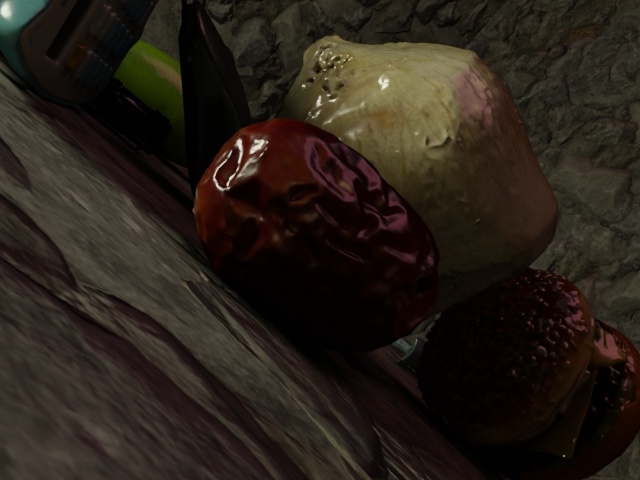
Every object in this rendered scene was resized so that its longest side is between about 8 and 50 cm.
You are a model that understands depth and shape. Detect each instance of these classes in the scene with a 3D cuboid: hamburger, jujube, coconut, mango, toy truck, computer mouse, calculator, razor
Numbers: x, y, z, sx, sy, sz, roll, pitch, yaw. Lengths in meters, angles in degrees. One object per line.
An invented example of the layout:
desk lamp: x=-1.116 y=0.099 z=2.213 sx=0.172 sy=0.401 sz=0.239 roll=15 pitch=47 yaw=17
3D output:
hamburger: x=0.276 y=0.183 z=1.013 sx=0.225 sy=0.291 sz=0.291 roll=41 pitch=1 yaw=-22
jujube: x=0.000 y=0.000 z=0.691 sx=0.250 sy=0.174 sz=0.174 roll=36 pitch=3 yaw=-27
coconut: x=0.081 y=-0.086 z=0.952 sx=0.404 sy=0.404 sz=0.404 roll=41 pitch=0 yaw=0
mango: x=-0.292 y=-0.255 z=1.327 sx=0.343 sy=0.156 sz=0.192 roll=40 pitch=0 yaw=-24
toy truck: x=-0.291 y=-0.192 z=1.070 sx=0.147 sy=0.065 sz=0.079 roll=40 pitch=-2 yaw=-30
computer mouse: x=-0.141 y=-0.204 z=0.984 sx=0.167 sy=0.090 sz=0.380 roll=-129 pitch=-146 yaw=-64
calculator: x=-0.240 y=-0.269 z=0.814 sx=0.054 sy=0.256 sz=0.386 roll=31 pitch=1 yaw=-3
razor: x=0.125 y=0.186 z=1.483 sx=0.232 sy=0.068 sz=0.106 roll=33 pitch=-7 yaw=43
